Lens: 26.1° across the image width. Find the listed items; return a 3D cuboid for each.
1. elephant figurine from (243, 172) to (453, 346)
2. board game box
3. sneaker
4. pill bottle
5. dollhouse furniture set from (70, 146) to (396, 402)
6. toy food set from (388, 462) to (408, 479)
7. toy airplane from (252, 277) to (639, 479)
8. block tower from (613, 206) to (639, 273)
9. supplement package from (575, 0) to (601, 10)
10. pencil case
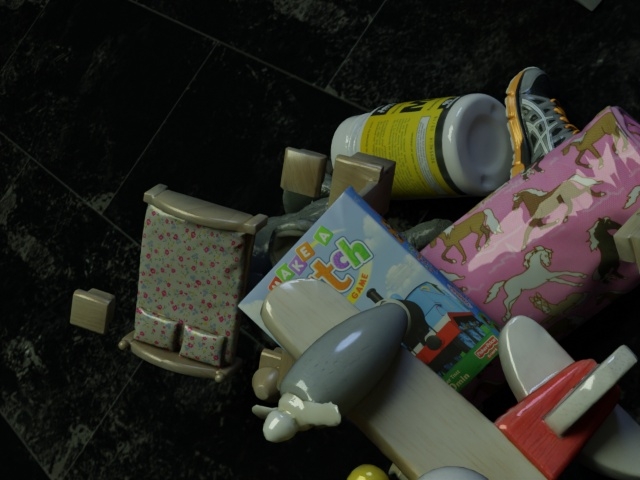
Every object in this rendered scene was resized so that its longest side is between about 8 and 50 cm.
[{"bbox_3d":[0.000,0.000,1.627,0.239,0.186,0.169,-48,55,26],"label":"elephant figurine"},{"bbox_3d":[0.050,0.077,1.328,0.160,0.211,0.039,-47,-1,18],"label":"board game box"},{"bbox_3d":[0.255,-0.105,1.522,0.083,0.084,0.215,-16,54,23],"label":"sneaker"},{"bbox_3d":[0.118,-0.107,1.631,0.208,0.119,0.119,-1,62,47],"label":"pill bottle"},{"bbox_3d":[-0.129,0.026,1.496,0.356,0.174,0.303,15,112,15],"label":"dollhouse furniture set"},{"bbox_3d":[0.105,0.269,1.441,0.122,0.019,0.078,0,63,48],"label":"toy food set"},{"bbox_3d":[0.130,0.223,1.157,0.386,0.272,0.384,1,78,5],"label":"toy airplane"},{"bbox_3d":[0.414,0.027,1.133,0.335,0.097,0.091,12,43,45],"label":"block tower"},{"bbox_3d":[0.272,-0.404,1.675,0.139,0.134,0.244,-50,37,6],"label":"supplement package"},{"bbox_3d":[0.207,0.036,1.383,0.386,0.167,0.160,-41,61,18],"label":"pencil case"}]
